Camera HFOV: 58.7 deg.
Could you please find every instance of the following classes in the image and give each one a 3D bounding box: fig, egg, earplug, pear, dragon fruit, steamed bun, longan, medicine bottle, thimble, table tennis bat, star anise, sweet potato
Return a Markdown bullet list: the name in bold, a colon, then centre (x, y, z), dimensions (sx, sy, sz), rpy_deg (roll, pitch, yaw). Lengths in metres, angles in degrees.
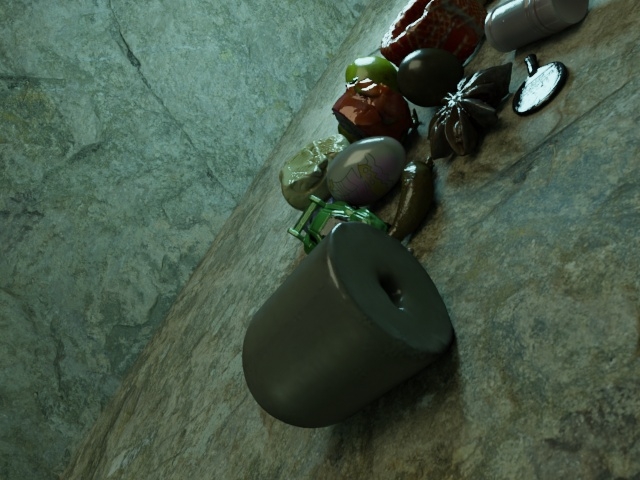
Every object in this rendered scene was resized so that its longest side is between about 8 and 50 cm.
- **fig**: centre (0.147, -0.402, 2.228), dimensions (0.124, 0.124, 0.236), rpy_deg (-45, 44, 25)
- **egg**: centre (0.141, -0.210, 1.742), dimensions (0.271, 0.196, 0.196), rpy_deg (-17, 40, 43)
- **earplug**: centre (0.026, 0.201, 1.157), dimensions (0.394, 0.312, 0.313), rpy_deg (-47, 20, 30)
- **pear**: centre (0.202, -0.570, 2.135), dimensions (0.212, 0.269, 0.212), rpy_deg (-33, -17, -12)
- **dragon fruit**: centre (0.180, -0.416, 1.868), dimensions (0.189, 0.290, 0.290), rpy_deg (-53, 19, 2)
- **steamed bun**: centre (0.001, -0.221, 2.079), dimensions (0.275, 0.203, 0.289), rpy_deg (-14, 37, 23)
- **longan**: centre (0.340, -0.509, 1.786), dimensions (0.212, 0.198, 0.198), rpy_deg (13, 66, 43)
- **medicine bottle**: centre (0.558, -0.589, 1.492), dimensions (0.133, 0.133, 0.249), rpy_deg (-57, 19, -10)
- **thimble**: centre (0.389, -0.712, 1.956), dimensions (0.350, 0.230, 0.350), rpy_deg (-47, 21, 24)
- **table tennis bat**: centre (0.529, -0.390, 1.393), dimensions (0.150, 0.027, 0.237), rpy_deg (-39, 26, 37)
- **star anise**: centre (0.395, -0.346, 1.506), dimensions (0.315, 0.108, 0.315), rpy_deg (-43, 20, 20)
- **sweet potato**: centre (0.247, -0.126, 1.495), dimensions (0.124, 0.097, 0.310), rpy_deg (115, 177, -59)

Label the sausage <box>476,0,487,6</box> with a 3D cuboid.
- **sausage**: centre (0.586, -0.935, 2.031), dimensions (0.253, 0.123, 0.123), rpy_deg (-54, 19, 3)

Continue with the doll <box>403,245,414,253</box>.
- **doll**: centre (0.189, 0.068, 1.323), dimensions (0.152, 0.085, 0.114), rpy_deg (-74, 3, -65)

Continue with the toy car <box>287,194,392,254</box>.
- **toy car**: centre (0.049, -0.016, 1.648), dimensions (0.214, 0.176, 0.358), rpy_deg (-56, 20, -2)

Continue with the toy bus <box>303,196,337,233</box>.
- **toy bus**: centre (0.006, -0.070, 1.989), dimensions (0.167, 0.073, 0.076), rpy_deg (-43, 22, 25)
